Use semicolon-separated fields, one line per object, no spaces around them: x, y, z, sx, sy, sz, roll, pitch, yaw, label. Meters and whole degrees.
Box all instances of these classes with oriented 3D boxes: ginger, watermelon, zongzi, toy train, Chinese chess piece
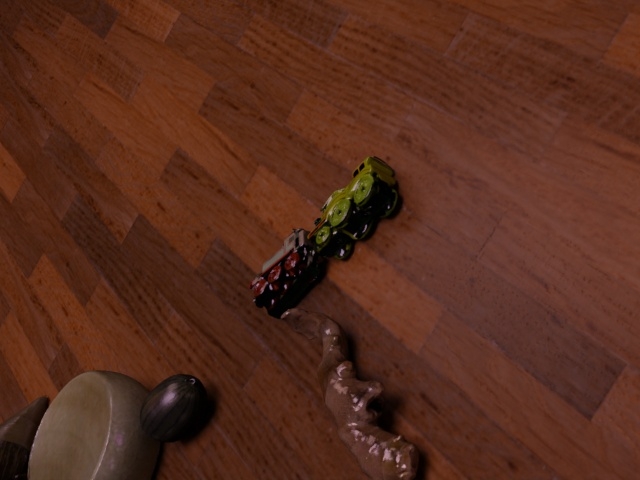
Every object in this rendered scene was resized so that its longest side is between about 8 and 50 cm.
0.032;0.166;1.322;0.288;0.075;0.089;60;139;45;ginger
-0.193;0.222;1.567;0.110;0.078;0.078;-42;40;25;watermelon
-0.580;0.360;1.807;0.154;0.289;0.318;111;164;-46;zongzi
0.000;0.000;1.486;0.249;0.053;0.085;-44;31;26;toy train
-0.321;0.300;1.663;0.237;0.092;0.238;-29;48;37;Chinese chess piece
